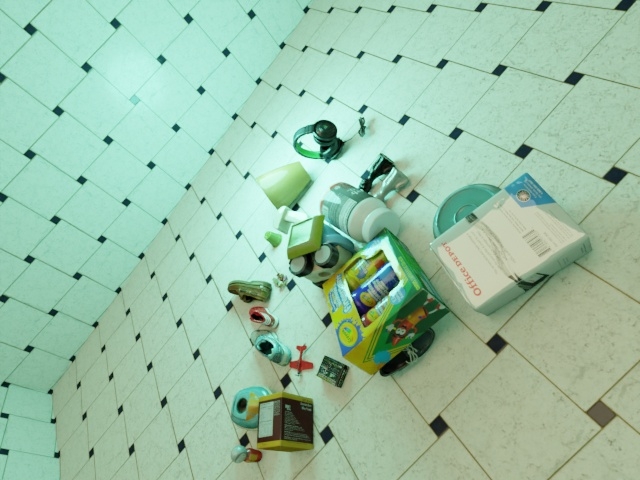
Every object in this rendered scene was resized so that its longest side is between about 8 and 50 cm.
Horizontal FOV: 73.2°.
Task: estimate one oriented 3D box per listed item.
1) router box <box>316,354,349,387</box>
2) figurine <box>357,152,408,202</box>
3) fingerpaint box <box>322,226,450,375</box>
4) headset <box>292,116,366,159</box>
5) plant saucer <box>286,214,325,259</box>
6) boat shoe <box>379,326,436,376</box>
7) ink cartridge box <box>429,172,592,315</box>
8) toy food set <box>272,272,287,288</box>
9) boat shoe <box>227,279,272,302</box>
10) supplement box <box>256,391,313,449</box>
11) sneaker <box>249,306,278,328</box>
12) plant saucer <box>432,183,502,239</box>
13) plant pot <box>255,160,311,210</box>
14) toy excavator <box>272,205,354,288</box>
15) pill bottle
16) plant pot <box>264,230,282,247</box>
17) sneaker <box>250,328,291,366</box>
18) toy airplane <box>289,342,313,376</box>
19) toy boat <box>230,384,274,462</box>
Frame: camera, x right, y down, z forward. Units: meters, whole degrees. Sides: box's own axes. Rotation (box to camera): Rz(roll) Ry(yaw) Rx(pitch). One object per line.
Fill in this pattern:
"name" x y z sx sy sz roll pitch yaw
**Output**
"router box" 0.050 0.536 1.765 0.123 0.038 0.092 12 74 47
"figurine" 0.281 -0.267 2.014 0.209 0.092 0.214 -50 42 20
"fingerpaint box" 0.216 0.210 1.630 0.371 0.163 0.444 -44 27 15
"headset" 0.046 -0.558 2.306 0.395 0.243 0.185 -6 64 17
"plant saucer" -0.076 -0.024 1.898 0.189 0.045 0.188 -20 47 35
"boat shoe" 0.308 0.400 1.548 0.254 0.079 0.095 -42 78 18
"ink cartridge box" 0.612 0.021 1.424 0.395 0.166 0.285 -39 55 19
"toy food set" -0.203 0.204 2.224 0.077 0.019 0.122 -54 34 4
"boat shoe" -0.397 0.275 2.292 0.308 0.111 0.104 -9 59 40
"supplement box" -0.137 0.723 1.712 0.129 0.191 0.194 -24 52 32
"sneaker" -0.315 0.364 2.148 0.221 0.128 0.086 10 73 46
"plant saucer" 0.570 -0.087 1.653 0.318 0.044 0.317 -23 53 33
"plant pot" -0.188 -0.322 2.398 0.255 0.237 0.237 -35 45 4
"toy excavator" -0.042 -0.006 2.035 0.433 0.222 0.444 -21 55 33
"pill bottle" 0.170 -0.114 1.922 0.210 0.210 0.363 -56 42 2
"plant pot" -0.266 -0.015 2.370 0.083 0.079 0.083 -24 51 33
"sneaker" -0.257 0.482 2.025 0.283 0.122 0.110 20 80 48
"toy airplane" -0.086 0.525 1.908 0.151 0.028 0.151 -24 51 33
"toy boat" -0.304 0.788 1.863 0.268 0.148 0.317 -20 53 34
